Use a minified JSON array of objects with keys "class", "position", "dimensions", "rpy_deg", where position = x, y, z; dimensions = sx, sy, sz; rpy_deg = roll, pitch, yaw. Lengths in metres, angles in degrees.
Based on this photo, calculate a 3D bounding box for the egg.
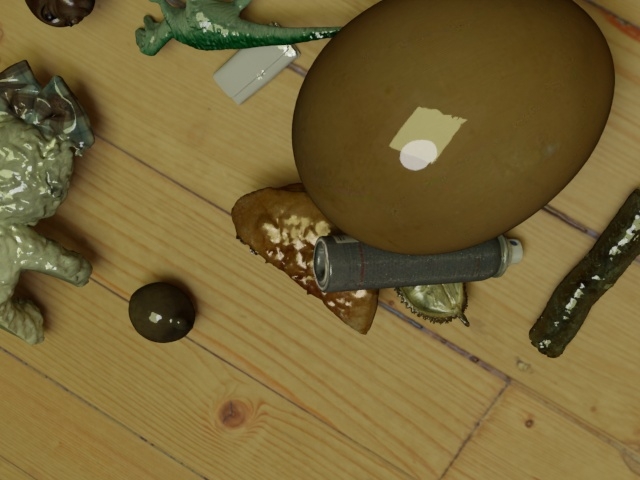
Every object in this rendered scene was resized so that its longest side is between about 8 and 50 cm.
[{"class":"egg","position":[0.144,-0.143,0.917],"dimensions":[0.374,0.301,0.301],"rpy_deg":[-31,97,25]}]

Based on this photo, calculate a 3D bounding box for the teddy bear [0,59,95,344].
[{"class":"teddy bear","position":[-0.494,-0.052,1.300],"dimensions":[0.327,0.375,0.362],"rpy_deg":[29,75,8]}]

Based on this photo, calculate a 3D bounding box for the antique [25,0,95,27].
[{"class":"antique","position":[-0.413,-0.405,1.123],"dimensions":[0.257,0.121,0.143],"rpy_deg":[40,125,2]}]

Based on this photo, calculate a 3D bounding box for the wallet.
[{"class":"wallet","position":[-0.091,-0.247,1.119],"dimensions":[0.122,0.025,0.061],"rpy_deg":[-34,102,27]}]

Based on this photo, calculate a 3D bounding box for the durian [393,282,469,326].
[{"class":"durian","position":[0.160,0.068,1.121],"dimensions":[0.110,0.071,0.140],"rpy_deg":[-34,80,-10]}]

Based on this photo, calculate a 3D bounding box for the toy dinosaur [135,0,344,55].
[{"class":"toy dinosaur","position":[-0.110,-0.318,1.056],"dimensions":[0.383,0.076,0.129],"rpy_deg":[5,111,32]}]

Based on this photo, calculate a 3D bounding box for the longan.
[{"class":"longan","position":[-0.248,0.118,1.271],"dimensions":[0.119,0.106,0.106],"rpy_deg":[18,118,39]}]

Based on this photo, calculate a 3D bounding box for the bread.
[{"class":"bread","position":[0.009,-0.002,1.121],"dimensions":[0.260,0.129,0.134],"rpy_deg":[43,117,-2]}]

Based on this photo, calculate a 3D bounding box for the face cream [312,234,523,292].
[{"class":"face cream","position":[0.132,0.023,1.046],"dimensions":[0.284,0.073,0.073],"rpy_deg":[-3,114,-17]}]

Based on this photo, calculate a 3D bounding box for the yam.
[{"class":"yam","position":[0.360,0.048,1.052],"dimensions":[0.061,0.061,0.253],"rpy_deg":[32,118,6]}]
